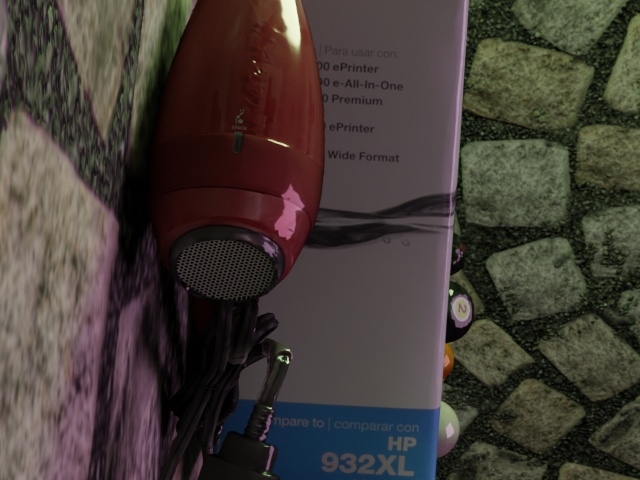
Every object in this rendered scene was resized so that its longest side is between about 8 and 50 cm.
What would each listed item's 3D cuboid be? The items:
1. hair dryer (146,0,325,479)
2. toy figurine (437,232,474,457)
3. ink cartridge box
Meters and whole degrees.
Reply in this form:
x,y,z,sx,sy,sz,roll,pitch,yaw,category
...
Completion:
x,y,z,sx,sy,sz,roll,pitch,yaw,category
-0.055,0.000,0.936,0.223,0.080,0.294,-164,-96,-79,hair dryer
0.079,0.094,1.980,0.209,0.148,0.213,-75,168,-65,toy figurine
0.012,-0.027,1.134,0.223,0.129,0.307,-81,174,-71,ink cartridge box
